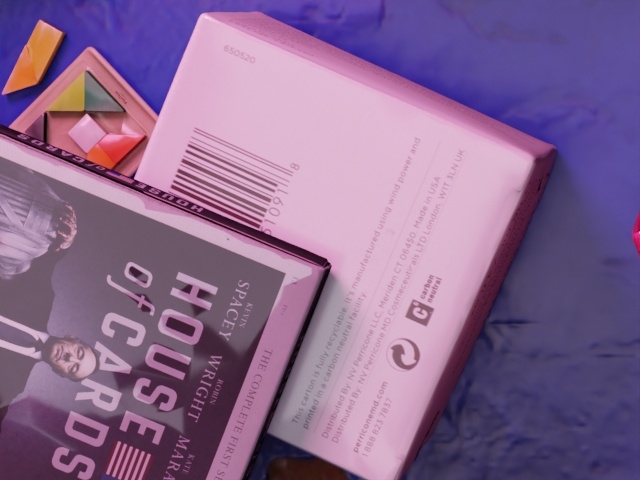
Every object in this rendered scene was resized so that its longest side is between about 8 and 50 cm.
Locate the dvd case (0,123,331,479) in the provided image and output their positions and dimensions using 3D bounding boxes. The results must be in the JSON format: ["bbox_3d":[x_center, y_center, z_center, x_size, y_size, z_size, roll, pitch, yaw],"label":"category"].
[{"bbox_3d":[-0.136,0.047,0.925,0.239,0.029,0.179,22,101,5],"label":"dvd case"}]

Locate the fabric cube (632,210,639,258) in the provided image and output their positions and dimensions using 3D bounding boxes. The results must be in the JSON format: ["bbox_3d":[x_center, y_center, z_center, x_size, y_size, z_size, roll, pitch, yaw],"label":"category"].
[{"bbox_3d":[0.298,0.071,0.849,0.259,0.254,0.258,-16,92,13],"label":"fabric cube"}]

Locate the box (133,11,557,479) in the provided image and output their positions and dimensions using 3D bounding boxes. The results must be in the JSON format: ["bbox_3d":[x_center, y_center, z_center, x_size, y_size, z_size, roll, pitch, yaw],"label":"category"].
[{"bbox_3d":[0.000,0.000,0.974,0.182,0.119,0.181,24,101,8],"label":"box"}]

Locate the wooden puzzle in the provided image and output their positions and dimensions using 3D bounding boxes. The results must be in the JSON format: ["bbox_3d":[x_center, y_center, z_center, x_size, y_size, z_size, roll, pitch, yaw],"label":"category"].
[{"bbox_3d":[-0.128,-0.059,1.050,0.116,0.014,0.078,40,103,5],"label":"wooden puzzle"}]
